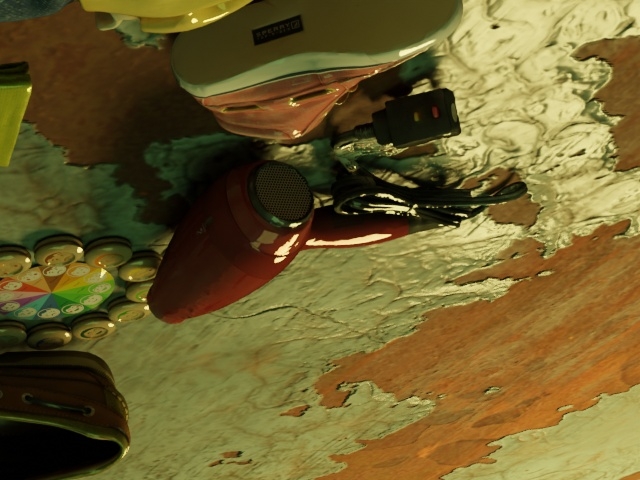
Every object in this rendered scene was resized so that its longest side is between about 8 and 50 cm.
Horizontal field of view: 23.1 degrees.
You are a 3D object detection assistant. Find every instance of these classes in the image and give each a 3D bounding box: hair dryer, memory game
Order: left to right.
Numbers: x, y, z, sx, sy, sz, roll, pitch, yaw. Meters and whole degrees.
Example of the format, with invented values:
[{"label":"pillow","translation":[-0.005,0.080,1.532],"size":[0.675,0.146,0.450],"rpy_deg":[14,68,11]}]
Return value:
[{"label":"memory game","translation":[-0.207,0.044,1.214],"size":[0.186,0.012,0.186],"rpy_deg":[-10,154,-5]},{"label":"hair dryer","translation":[0.000,0.000,1.141],"size":[0.294,0.080,0.223],"rpy_deg":[-19,154,14]}]

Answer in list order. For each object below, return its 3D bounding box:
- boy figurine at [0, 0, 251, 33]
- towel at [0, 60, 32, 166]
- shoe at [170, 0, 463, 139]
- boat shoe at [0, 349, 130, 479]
[{"label":"boy figurine","translation":[-0.081,-0.166,0.762],"size":[0.285,0.092,0.177],"rpy_deg":[-12,154,-3]},{"label":"towel","translation":[-0.278,-0.065,0.827],"size":[0.237,0.021,0.102],"rpy_deg":[-2,158,-21]},{"label":"shoe","translation":[0.004,-0.112,0.944],"size":[0.178,0.063,0.081],"rpy_deg":[-13,156,13]},{"label":"boat shoe","translation":[-0.304,0.153,1.243],"size":[0.307,0.104,0.110],"rpy_deg":[-9,121,-16]}]
